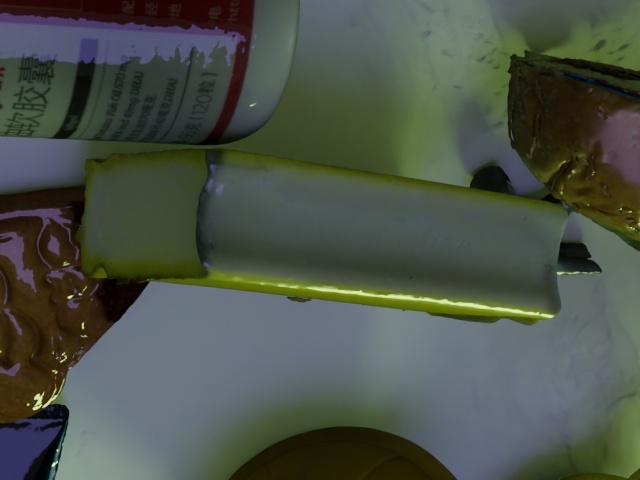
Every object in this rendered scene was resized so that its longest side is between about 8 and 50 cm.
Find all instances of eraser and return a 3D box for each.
[{"bbox_3d":[0.000,0.000,0.926,0.226,0.158,0.069,8,84,-32],"label":"eraser"}]

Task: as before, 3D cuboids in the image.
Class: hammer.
[{"bbox_3d":[0.213,-0.064,1.049,0.246,0.029,0.103,-34,130,6],"label":"hammer"}]

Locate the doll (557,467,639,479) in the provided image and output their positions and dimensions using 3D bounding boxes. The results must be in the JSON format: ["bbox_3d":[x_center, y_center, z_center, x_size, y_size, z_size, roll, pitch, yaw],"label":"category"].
[{"bbox_3d":[0.172,0.275,1.218,0.199,0.145,0.363,43,114,4],"label":"doll"}]

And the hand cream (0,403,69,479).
[{"bbox_3d":[-0.232,0.210,1.093,0.120,0.061,0.270,4,118,-18],"label":"hand cream"}]

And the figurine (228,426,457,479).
[{"bbox_3d":[0.012,0.244,1.124,0.192,0.167,0.256,5,132,9],"label":"figurine"}]

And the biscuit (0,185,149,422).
[{"bbox_3d":[-0.202,0.046,0.971,0.280,0.043,0.183,-23,128,-1],"label":"biscuit"}]

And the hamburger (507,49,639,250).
[{"bbox_3d":[0.184,-0.041,0.979,0.176,0.087,0.102,10,98,-13],"label":"hamburger"}]

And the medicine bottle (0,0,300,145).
[{"bbox_3d":[-0.143,-0.112,0.810,0.250,0.131,0.131,1,126,-22],"label":"medicine bottle"}]
